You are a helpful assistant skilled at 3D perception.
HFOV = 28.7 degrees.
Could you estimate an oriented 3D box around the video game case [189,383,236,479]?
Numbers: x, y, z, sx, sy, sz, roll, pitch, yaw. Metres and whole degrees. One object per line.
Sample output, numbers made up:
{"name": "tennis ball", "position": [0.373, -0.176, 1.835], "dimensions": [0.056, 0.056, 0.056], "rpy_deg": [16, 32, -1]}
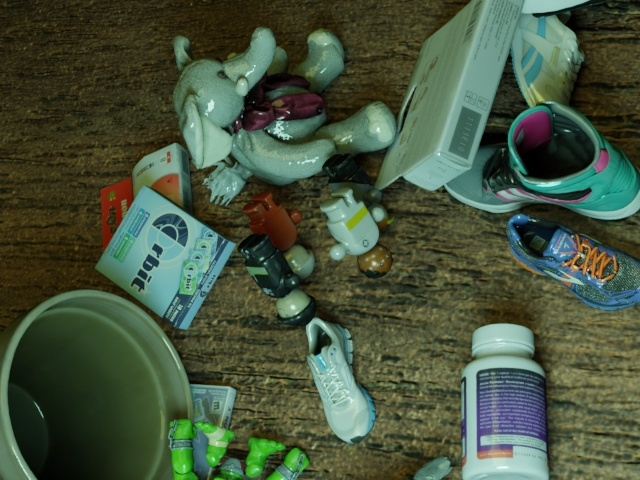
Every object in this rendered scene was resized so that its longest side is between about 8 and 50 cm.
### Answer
{"name": "video game case", "position": [-0.230, 0.299, 1.846], "dimensions": [0.201, 0.023, 0.183], "rpy_deg": [0, 67, 30]}

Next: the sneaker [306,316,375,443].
{"name": "sneaker", "position": [0.015, 0.189, 1.721], "dimensions": [0.071, 0.083, 0.191], "rpy_deg": [-29, 56, 13]}

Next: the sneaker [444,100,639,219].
{"name": "sneaker", "position": [0.268, -0.106, 1.660], "dimensions": [0.295, 0.178, 0.124], "rpy_deg": [6, 69, 34]}

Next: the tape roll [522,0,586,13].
{"name": "tape roll", "position": [0.335, -0.457, 1.802], "dimensions": [0.286, 0.100, 0.286], "rpy_deg": [-16, 43, 15]}

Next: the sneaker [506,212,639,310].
{"name": "sneaker", "position": [0.327, 0.025, 1.618], "dimensions": [0.221, 0.087, 0.083], "rpy_deg": [21, 79, 36]}

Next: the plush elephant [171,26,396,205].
{"name": "plush elephant", "position": [-0.104, -0.212, 1.876], "dimensions": [0.330, 0.255, 0.272], "rpy_deg": [-34, 48, 14]}

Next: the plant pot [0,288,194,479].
{"name": "plant pot", "position": [-0.391, 0.257, 1.784], "dimensions": [0.280, 0.323, 0.323], "rpy_deg": [-20, 56, 40]}

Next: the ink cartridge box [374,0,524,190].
{"name": "ink cartridge box", "position": [0.180, -0.201, 1.791], "dimensions": [0.275, 0.060, 0.239], "rpy_deg": [-71, 13, -18]}

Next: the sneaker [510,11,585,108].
{"name": "sneaker", "position": [0.324, -0.245, 1.757], "dimensions": [0.092, 0.087, 0.229], "rpy_deg": [-18, 61, 20]}

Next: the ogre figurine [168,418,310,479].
{"name": "ogre figurine", "position": [-0.123, 0.323, 1.727], "dimensions": [0.197, 0.097, 0.118], "rpy_deg": [17, 76, -9]}

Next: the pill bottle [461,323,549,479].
{"name": "pill bottle", "position": [0.230, 0.208, 1.569], "dimensions": [0.108, 0.108, 0.193], "rpy_deg": [-10, 62, 26]}

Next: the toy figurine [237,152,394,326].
{"name": "toy figurine", "position": [0.000, 0.000, 1.756], "dimensions": [0.209, 0.148, 0.213], "rpy_deg": [-27, 22, 10]}

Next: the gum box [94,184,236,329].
{"name": "gum box", "position": [-0.243, 0.025, 1.949], "dimensions": [0.184, 0.041, 0.157], "rpy_deg": [32, 94, 28]}

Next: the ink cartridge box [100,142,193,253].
{"name": "ink cartridge box", "position": [-0.296, -0.066, 2.057], "dimensions": [0.179, 0.045, 0.145], "rpy_deg": [-20, 57, 18]}

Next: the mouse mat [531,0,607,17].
{"name": "mouse mat", "position": [0.386, -0.384, 1.793], "dimensions": [0.189, 0.007, 0.153], "rpy_deg": [-14, 44, 10]}

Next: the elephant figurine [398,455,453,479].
{"name": "elephant figurine", "position": [0.119, 0.426, 1.518], "dimensions": [0.169, 0.186, 0.239], "rpy_deg": [-17, 60, -29]}
